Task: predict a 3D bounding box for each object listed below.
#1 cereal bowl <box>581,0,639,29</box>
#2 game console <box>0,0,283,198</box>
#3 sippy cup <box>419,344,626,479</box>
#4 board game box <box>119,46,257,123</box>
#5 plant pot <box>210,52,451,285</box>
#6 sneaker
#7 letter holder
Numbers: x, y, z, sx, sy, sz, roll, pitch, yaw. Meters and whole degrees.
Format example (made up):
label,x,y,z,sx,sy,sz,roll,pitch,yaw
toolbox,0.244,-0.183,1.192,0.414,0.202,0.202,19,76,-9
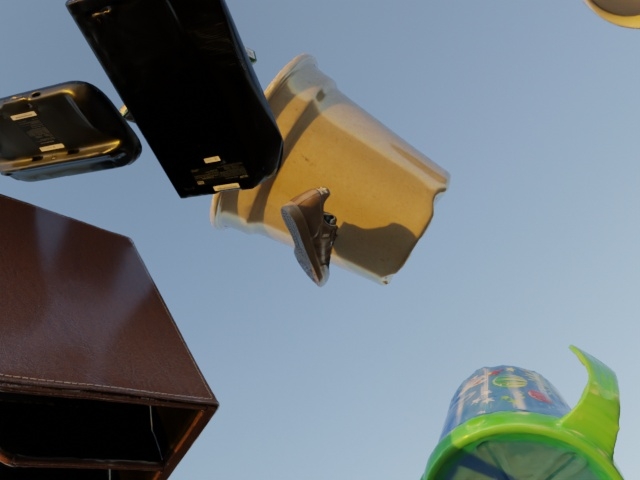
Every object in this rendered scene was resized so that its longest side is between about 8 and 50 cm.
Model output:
label,x,y,z,sx,sy,sz,roll,pitch,yaw
cereal bowl,0.624,-0.583,0.999,0.339,0.141,0.338,1,-57,1
game console,-0.226,-0.132,0.548,0.362,0.044,0.213,-5,-51,22
sippy cup,0.257,0.285,0.712,0.306,0.224,0.240,-22,-82,18
board game box,-0.254,-0.292,1.013,0.260,0.030,0.136,-31,-29,34
plant pot,0.033,-0.088,0.908,0.306,0.334,0.333,31,-64,3
sneaker,0.000,0.000,0.773,0.071,0.066,0.188,-35,-33,-13
letter holder,-0.273,0.098,0.515,0.214,0.302,0.152,27,-78,-44
